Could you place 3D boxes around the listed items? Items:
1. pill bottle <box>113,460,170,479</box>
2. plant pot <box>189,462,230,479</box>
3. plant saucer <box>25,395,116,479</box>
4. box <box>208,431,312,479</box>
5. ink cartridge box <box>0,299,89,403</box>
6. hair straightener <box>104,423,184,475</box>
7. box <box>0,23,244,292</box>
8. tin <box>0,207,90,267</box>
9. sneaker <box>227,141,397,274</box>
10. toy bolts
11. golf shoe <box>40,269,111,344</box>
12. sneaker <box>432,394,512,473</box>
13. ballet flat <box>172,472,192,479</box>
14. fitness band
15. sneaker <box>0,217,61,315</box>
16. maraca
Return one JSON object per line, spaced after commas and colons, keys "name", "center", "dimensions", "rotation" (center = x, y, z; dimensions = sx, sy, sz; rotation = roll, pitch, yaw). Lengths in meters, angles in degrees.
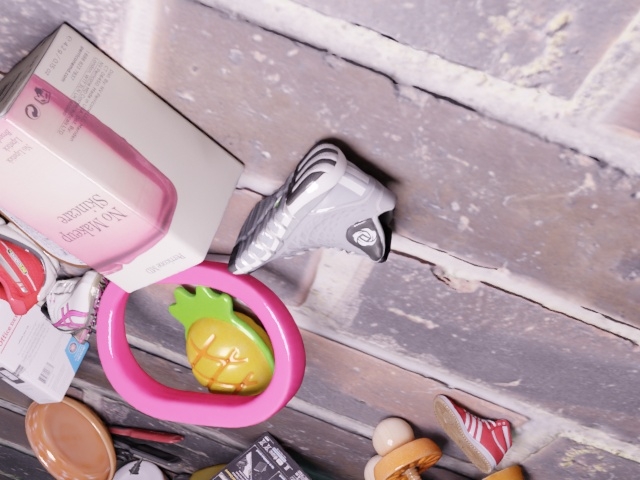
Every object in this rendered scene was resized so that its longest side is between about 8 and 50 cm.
{"name": "pill bottle", "center": [-0.325, 0.531, 1.908], "dimensions": [0.121, 0.121, 0.216], "rotation": [4, 144, 23]}
{"name": "plant pot", "center": [-0.164, 0.528, 1.757], "dimensions": [0.187, 0.212, 0.212], "rotation": [0, 144, 48]}
{"name": "plant saucer", "center": [-0.438, 0.356, 1.724], "dimensions": [0.200, 0.037, 0.200], "rotation": [14, 121, 25]}
{"name": "box", "center": [-0.073, 0.484, 1.481], "dimensions": [0.307, 0.242, 0.076], "rotation": [42, 156, 26]}
{"name": "ink cartridge box", "center": [-0.441, 0.150, 1.426], "dimensions": [0.060, 0.104, 0.180], "rotation": [-11, 136, 40]}
{"name": "hair straightener", "center": [-0.346, 0.375, 1.719], "dimensions": [0.230, 0.089, 0.047], "rotation": [4, -177, 23]}
{"name": "box", "center": [-0.220, -0.072, 0.960], "dimensions": [0.232, 0.127, 0.148], "rotation": [38, 143, -26]}
{"name": "tin", "center": [-0.323, -0.031, 1.161], "dimensions": [0.106, 0.040, 0.190], "rotation": [-10, 137, 32]}
{"name": "sneaker", "center": [0.000, 0.000, 0.991], "dimensions": [0.132, 0.086, 0.228], "rotation": [28, 146, -16]}
{"name": "toy bolts", "center": [0.156, 0.347, 1.419], "dimensions": [0.218, 0.158, 0.228], "rotation": [-11, 147, -29]}
{"name": "golf shoe", "center": [-0.333, 0.084, 1.304], "dimensions": [0.086, 0.067, 0.186], "rotation": [28, 147, -10]}
{"name": "sneaker", "center": [0.204, 0.242, 1.285], "dimensions": [0.118, 0.067, 0.042], "rotation": [52, 148, 6]}
{"name": "ballet flat", "center": [-0.241, 0.505, 1.885], "dimensions": [0.049, 0.057, 0.173], "rotation": [1, 144, 19]}
{"name": "fitness band", "center": [-0.152, 0.121, 1.170], "dimensions": [0.290, 0.054, 0.209], "rotation": [1, 104, 28]}
{"name": "sneaker", "center": [-0.471, 0.010, 1.219], "dimensions": [0.279, 0.118, 0.107], "rotation": [21, 148, 4]}
{"name": "maraca", "center": [-0.123, 0.133, 1.243], "dimensions": [0.127, 0.099, 0.186], "rotation": [-14, 115, 34]}
